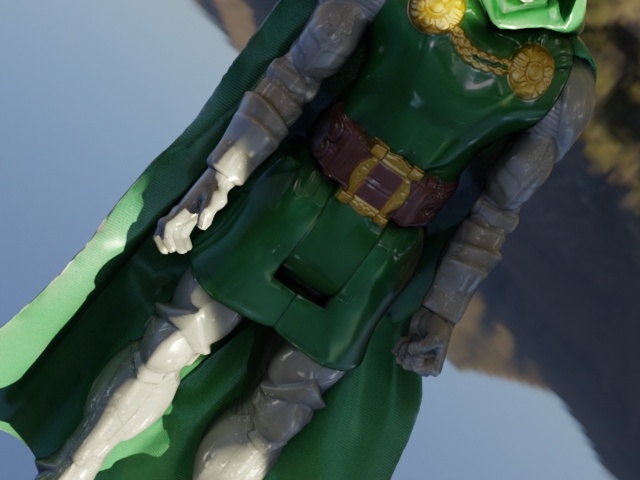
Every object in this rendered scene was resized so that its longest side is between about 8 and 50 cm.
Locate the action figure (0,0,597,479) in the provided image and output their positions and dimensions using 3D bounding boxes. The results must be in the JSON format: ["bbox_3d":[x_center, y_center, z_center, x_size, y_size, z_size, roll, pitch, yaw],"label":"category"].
[{"bbox_3d":[0.000,0.000,0.442,0.137,0.232,0.063,30,-159,-13],"label":"action figure"}]
